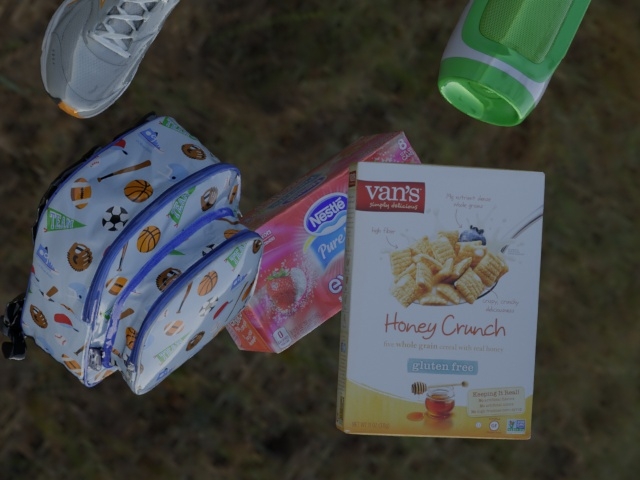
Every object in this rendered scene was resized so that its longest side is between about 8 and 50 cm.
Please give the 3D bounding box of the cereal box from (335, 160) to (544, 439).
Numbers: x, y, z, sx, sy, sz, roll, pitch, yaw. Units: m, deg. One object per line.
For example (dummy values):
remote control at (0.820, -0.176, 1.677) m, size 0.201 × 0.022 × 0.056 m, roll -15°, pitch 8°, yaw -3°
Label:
cereal box at (0.106, 0.053, 1.588) m, size 0.047 × 0.173 × 0.240 m, roll -173°, pitch -95°, yaw -80°

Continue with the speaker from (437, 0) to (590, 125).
speaker at (0.245, -0.285, 2.093) m, size 0.296 × 0.131 × 0.131 m, roll -64°, pitch 156°, yaw -15°

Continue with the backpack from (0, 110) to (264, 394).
backpack at (-0.188, 0.010, 1.878) m, size 0.276 × 0.213 × 0.263 m, roll -46°, pitch 156°, yaw -33°

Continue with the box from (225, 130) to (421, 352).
box at (0.000, 0.000, 2.282) m, size 0.300 × 0.154 × 0.142 m, roll -33°, pitch -169°, yaw -20°

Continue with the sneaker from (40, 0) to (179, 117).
sneaker at (-0.177, -0.238, 1.711) m, size 0.262 × 0.099 × 0.121 m, roll -63°, pitch -162°, yaw -18°
